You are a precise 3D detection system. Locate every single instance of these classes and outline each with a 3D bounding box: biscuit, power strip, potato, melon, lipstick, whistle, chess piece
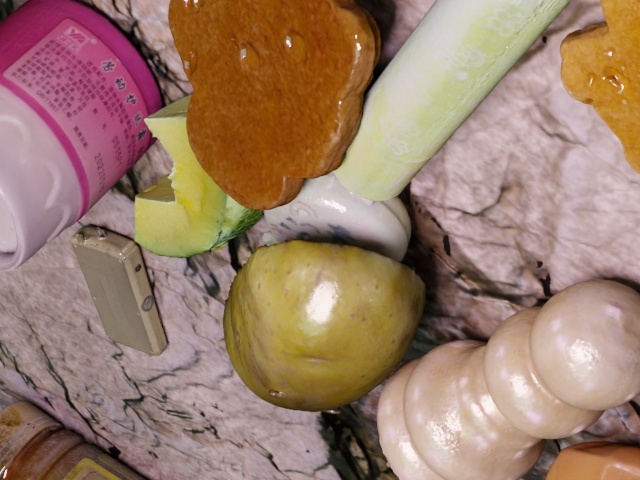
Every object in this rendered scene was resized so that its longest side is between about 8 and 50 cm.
[{"bbox_3d":[0.266,-0.122,1.064,0.184,0.035,0.249,46,144,-8],"label":"biscuit"},{"bbox_3d":[-0.038,-0.152,1.273,0.208,0.041,0.290,45,137,26],"label":"biscuit"},{"bbox_3d":[-0.204,0.047,1.687,0.076,0.028,0.169,19,140,29],"label":"power strip"},{"bbox_3d":[-0.003,0.091,1.400,0.160,0.111,0.272,14,159,-9],"label":"potato"},{"bbox_3d":[-0.108,-0.053,1.468,0.118,0.064,0.209,32,141,21],"label":"melon"},{"bbox_3d":[0.093,-0.128,1.187,0.076,0.076,0.304,41,144,0],"label":"lipstick"},{"bbox_3d":[0.000,0.000,1.419,0.126,0.067,0.258,30,149,-5],"label":"whistle"},{"bbox_3d":[0.171,0.112,1.332,0.143,0.143,0.261,45,137,-5],"label":"chess piece"}]

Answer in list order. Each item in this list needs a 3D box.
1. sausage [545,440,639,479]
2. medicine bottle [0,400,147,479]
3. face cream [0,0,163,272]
[{"bbox_3d":[0.295,0.239,1.339,0.241,0.120,0.136,17,165,26],"label":"sausage"},{"bbox_3d":[-0.261,0.333,1.933,0.322,0.151,0.151,31,143,15],"label":"medicine bottle"},{"bbox_3d":[-0.260,-0.093,1.447,0.175,0.195,0.175,25,142,21],"label":"face cream"}]
